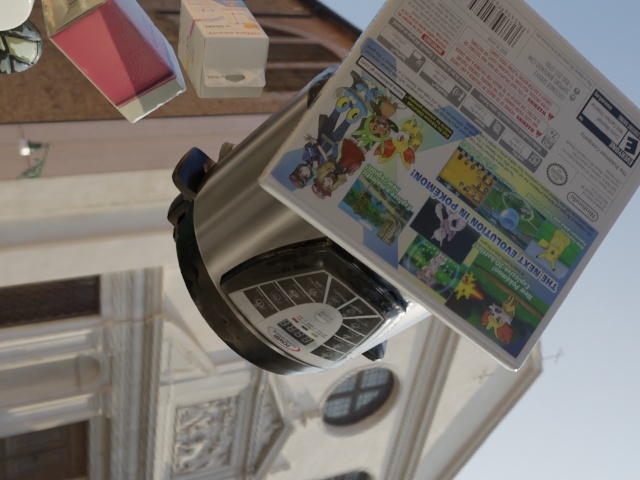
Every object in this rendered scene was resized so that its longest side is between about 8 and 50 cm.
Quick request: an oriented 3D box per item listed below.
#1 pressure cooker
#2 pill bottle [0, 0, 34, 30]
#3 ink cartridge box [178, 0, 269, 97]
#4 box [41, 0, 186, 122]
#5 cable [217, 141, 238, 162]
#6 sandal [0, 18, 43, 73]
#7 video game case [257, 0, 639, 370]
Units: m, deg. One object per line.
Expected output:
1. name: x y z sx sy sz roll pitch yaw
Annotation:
1. pressure cooker: 0.002 -0.002 1.102 0.420 0.376 0.369 -34 -111 32
2. pill bottle: -0.399 -0.426 0.938 0.176 0.176 0.318 129 -34 -56
3. ink cartridge box: -0.132 -0.260 1.025 0.143 0.092 0.090 -122 -147 -44
4. box: -0.358 -0.347 1.307 0.232 0.127 0.148 51 12 -52
5. cable: -0.160 -0.056 1.320 0.139 0.072 0.287 49 58 -70
6. sandal: -0.547 -0.327 1.057 0.120 0.303 0.086 -53 -147 41
7. video game case: 0.154 -0.081 0.741 0.300 0.329 0.036 -55 -164 -6
